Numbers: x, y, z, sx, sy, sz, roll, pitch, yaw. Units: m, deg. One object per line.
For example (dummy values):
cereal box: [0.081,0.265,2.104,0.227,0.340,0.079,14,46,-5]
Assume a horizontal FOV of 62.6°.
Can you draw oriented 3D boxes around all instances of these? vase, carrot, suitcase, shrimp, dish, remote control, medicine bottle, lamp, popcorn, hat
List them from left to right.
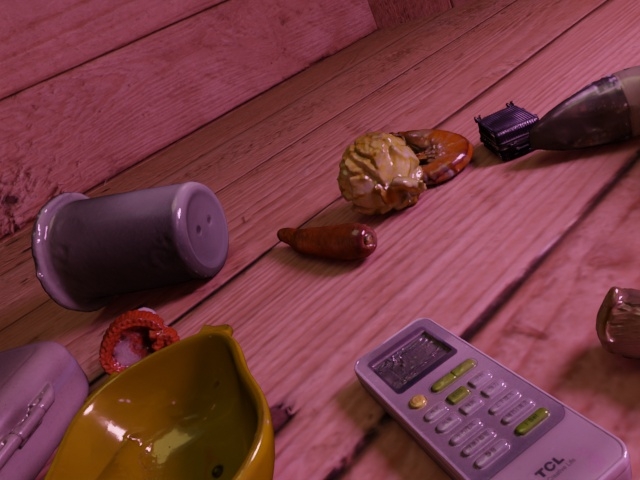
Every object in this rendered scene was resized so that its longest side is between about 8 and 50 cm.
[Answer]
medicine bottle: [-0.464,0.284,0.631,0.282,0.123,0.375,-15,26,19]
vase: [-0.334,0.004,0.989,0.291,0.245,0.245,-8,28,16]
hat: [-0.271,0.145,0.803,0.112,0.093,0.162,-19,4,-10]
dish: [-0.133,0.207,0.487,0.221,0.108,0.262,-27,25,-2]
carrot: [0.000,0.000,0.850,0.059,0.059,0.248,-40,24,-29]
popcorn: [0.097,-0.112,0.886,0.141,0.135,0.162,-18,25,2]
shrimp: [0.180,-0.161,0.997,0.150,0.068,0.249,-35,30,-9]
remote control: [0.125,0.145,0.453,0.103,0.034,0.250,-31,24,-13]
suitcase: [0.326,-0.190,0.913,0.086,0.059,0.126,-24,24,8]
lamp: [0.431,-0.194,0.770,0.250,0.101,0.101,-17,25,23]

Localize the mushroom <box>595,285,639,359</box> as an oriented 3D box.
mushroom: [0.349,0.044,0.374,0.278,0.099,0.096,-17,20,27]
